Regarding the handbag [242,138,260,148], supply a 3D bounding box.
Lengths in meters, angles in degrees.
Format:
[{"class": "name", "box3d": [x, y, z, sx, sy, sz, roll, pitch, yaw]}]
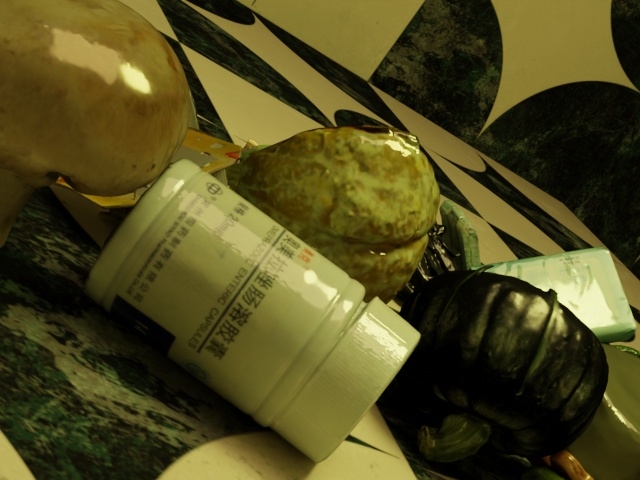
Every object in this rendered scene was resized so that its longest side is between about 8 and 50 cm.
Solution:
[{"class": "handbag", "box3d": [-0.118, -0.154, 2.217, 0.061, 0.027, 0.083, 34, 16, -12]}]

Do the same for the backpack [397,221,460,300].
[{"class": "backpack", "box3d": [0.169, 0.040, 2.104, 0.206, 0.133, 0.258, 14, 34, -48]}]

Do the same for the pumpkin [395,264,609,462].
[{"class": "pumpkin", "box3d": [0.228, 0.190, 1.577, 0.296, 0.296, 0.296, 34, 15, -10]}]

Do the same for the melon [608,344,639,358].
[{"class": "melon", "box3d": [0.528, 0.261, 2.123, 0.265, 0.169, 0.129, 34, 13, -11]}]

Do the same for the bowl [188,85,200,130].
[{"class": "bowl", "box3d": [-0.252, -0.187, 1.850, 0.086, 0.189, 0.189, -16, 38, -16]}]

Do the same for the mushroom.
[{"class": "mushroom", "box3d": [-0.288, -0.114, 1.205, 0.292, 0.290, 0.292, 24, 22, -10]}]

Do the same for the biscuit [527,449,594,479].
[{"class": "biscuit", "box3d": [0.366, 0.343, 1.634, 0.250, 0.036, 0.165, 38, -16, 47]}]

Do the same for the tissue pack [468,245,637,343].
[{"class": "tissue pack", "box3d": [0.404, 0.115, 2.109, 0.263, 0.089, 0.177, -8, 63, -14]}]

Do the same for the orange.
[{"class": "orange", "box3d": [0.000, 0.000, 1.581, 0.271, 0.210, 0.368, 20, -24, -7]}]

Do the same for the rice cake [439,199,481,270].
[{"class": "rice cake", "box3d": [0.261, 0.038, 2.194, 0.038, 0.211, 0.124, -17, 36, -13]}]

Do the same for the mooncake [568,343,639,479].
[{"class": "mooncake", "box3d": [0.485, 0.291, 1.928, 0.275, 0.135, 0.275, 30, 31, -20]}]

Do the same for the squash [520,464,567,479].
[{"class": "squash", "box3d": [0.355, 0.387, 1.554, 0.252, 0.066, 0.066, 44, 17, 28]}]

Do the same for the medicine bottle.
[{"class": "medicine bottle", "box3d": [-0.072, 0.079, 1.299, 0.332, 0.190, 0.190, 36, 15, 1]}]

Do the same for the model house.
[{"class": "model house", "box3d": [-0.215, -0.044, 1.522, 0.219, 0.136, 0.207, 19, 40, 41]}]

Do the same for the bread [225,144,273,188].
[{"class": "bread", "box3d": [-0.021, -0.059, 1.753, 0.301, 0.045, 0.301, 14, -26, 7]}]
